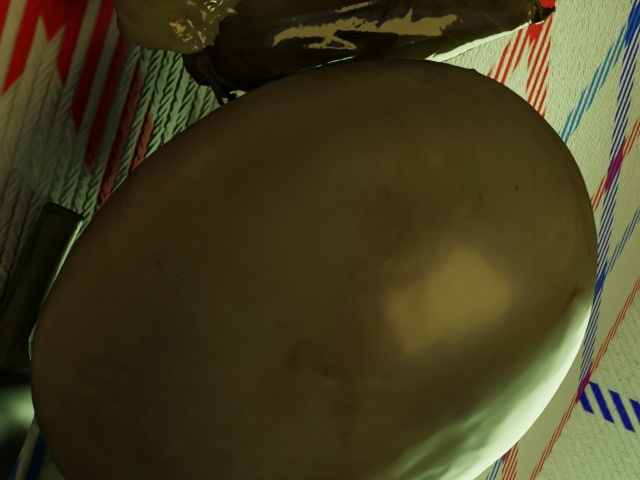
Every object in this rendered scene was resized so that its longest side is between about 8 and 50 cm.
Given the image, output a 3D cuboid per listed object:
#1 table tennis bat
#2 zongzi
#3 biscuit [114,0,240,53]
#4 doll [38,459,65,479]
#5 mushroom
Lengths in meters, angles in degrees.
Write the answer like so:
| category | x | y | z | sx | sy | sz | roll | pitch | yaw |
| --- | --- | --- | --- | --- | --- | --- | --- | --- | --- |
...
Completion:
| category | x | y | z | sx | sy | sz | roll | pitch | yaw |
| --- | --- | --- | --- | --- | --- | --- | --- | --- | --- |
| table tennis bat | -0.199 | 0.094 | 0.921 | 0.246 | 0.022 | 0.138 | -66 | 161 | 2 |
| zongzi | 0.026 | -0.139 | 0.984 | 0.194 | 0.197 | 0.099 | -29 | 121 | -55 |
| biscuit | -0.036 | -0.243 | 0.878 | 0.281 | 0.084 | 0.179 | -51 | 151 | -43 |
| doll | -0.147 | 0.170 | 1.076 | 0.106 | 0.062 | 0.162 | -55 | 168 | 18 |
| mushroom | -0.014 | 0.025 | 0.966 | 0.362 | 0.294 | 0.362 | -23 | 152 | -14 |
